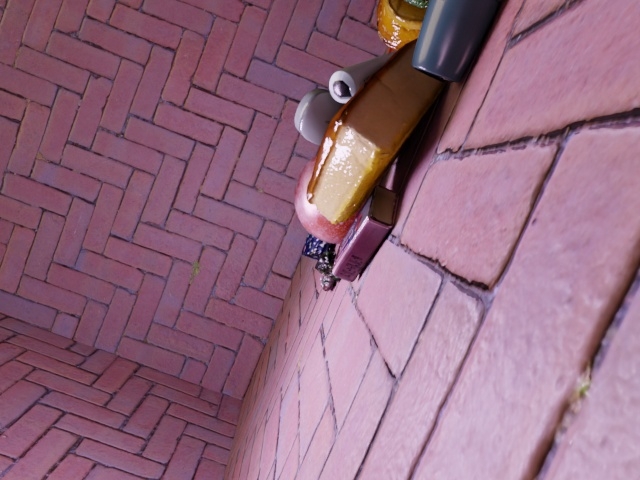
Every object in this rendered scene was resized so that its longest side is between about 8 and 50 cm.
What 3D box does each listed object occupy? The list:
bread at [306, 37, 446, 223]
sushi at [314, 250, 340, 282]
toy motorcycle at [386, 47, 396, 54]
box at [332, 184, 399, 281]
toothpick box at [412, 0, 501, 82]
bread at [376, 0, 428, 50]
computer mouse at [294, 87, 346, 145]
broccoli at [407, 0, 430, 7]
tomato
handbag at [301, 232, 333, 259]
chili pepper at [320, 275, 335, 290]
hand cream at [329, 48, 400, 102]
[{"bbox_3d":[0.119,-0.236,1.130,0.323,0.143,0.333,-51,-4,-31],"label":"bread"},{"bbox_3d":[0.034,0.068,1.438,0.084,0.083,0.056,117,174,-59],"label":"sushi"},{"bbox_3d":[0.296,-0.699,1.882,0.171,0.089,0.298,-78,11,-56],"label":"toy motorcycle"},{"bbox_3d":[0.100,-0.011,1.146,0.224,0.069,0.120,118,173,-47],"label":"box"},{"bbox_3d":[0.243,-0.389,0.920,0.120,0.120,0.184,-82,12,-70],"label":"toothpick box"},{"bbox_3d":[0.259,-0.656,1.408,0.142,0.196,0.269,98,-178,-68],"label":"bread"},{"bbox_3d":[0.026,-0.284,1.179,0.231,0.079,0.127,-10,-47,-57],"label":"computer mouse"},{"bbox_3d":[0.295,-0.689,1.195,0.269,0.269,0.254,-127,53,-84],"label":"broccoli"},{"bbox_3d":[0.038,-0.131,1.424,0.270,0.227,0.270,-160,90,-83],"label":"tomato"},{"bbox_3d":[0.000,0.000,1.969,0.260,0.113,0.161,151,134,-80],"label":"handbag"},{"bbox_3d":[0.023,0.131,1.549,0.050,0.041,0.153,-49,-12,0],"label":"chili pepper"},{"bbox_3d":[0.126,-0.384,1.166,0.321,0.067,0.109,-37,-15,-47],"label":"hand cream"}]
